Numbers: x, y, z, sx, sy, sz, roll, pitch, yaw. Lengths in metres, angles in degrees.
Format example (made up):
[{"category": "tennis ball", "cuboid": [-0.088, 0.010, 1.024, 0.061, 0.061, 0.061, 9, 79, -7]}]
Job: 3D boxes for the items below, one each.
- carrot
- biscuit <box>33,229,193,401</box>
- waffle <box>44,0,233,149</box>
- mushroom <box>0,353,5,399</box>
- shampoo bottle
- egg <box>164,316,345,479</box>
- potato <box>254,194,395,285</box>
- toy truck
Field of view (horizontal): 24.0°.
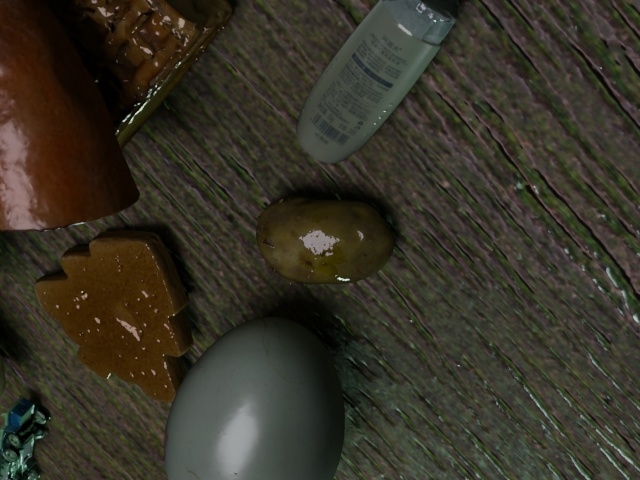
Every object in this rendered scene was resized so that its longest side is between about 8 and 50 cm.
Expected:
[{"category": "carrot", "cuboid": [-0.265, -0.126, 1.355, 0.159, 0.159, 0.225, -1, 111, 32]}, {"category": "biscuit", "cuboid": [-0.212, 0.068, 1.642, 0.212, 0.041, 0.239, 39, 134, 9]}, {"category": "waffle", "cuboid": [-0.241, -0.193, 1.435, 0.213, 0.091, 0.308, 45, 133, -4]}, {"category": "mushroom", "cuboid": [-0.510, 0.130, 1.764, 0.253, 0.195, 0.189, -4, 116, 31]}, {"category": "shampoo bottle", "cuboid": [0.047, -0.147, 1.321, 0.072, 0.049, 0.212, 44, 134, 2]}, {"category": "egg", "cuboid": [-0.065, 0.193, 1.545, 0.183, 0.183, 0.264, 26, 125, 13]}, {"category": "potato", "cuboid": [0.000, 0.000, 1.441, 0.138, 0.070, 0.092, 4, 125, 29]}, {"category": "toy truck", "cuboid": [-0.392, 0.256, 1.870, 0.081, 0.067, 0.175, 28, 132, 13]}]
